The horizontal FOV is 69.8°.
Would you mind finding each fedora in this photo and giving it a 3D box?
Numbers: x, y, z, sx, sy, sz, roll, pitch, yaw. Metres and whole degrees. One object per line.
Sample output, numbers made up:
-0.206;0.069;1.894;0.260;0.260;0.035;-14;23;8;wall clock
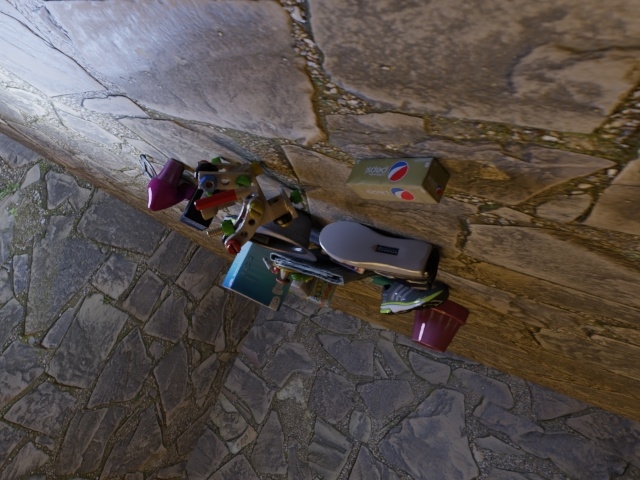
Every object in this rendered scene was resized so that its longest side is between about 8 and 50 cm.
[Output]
-0.122;-0.039;1.452;0.275;0.124;0.244;13;165;22;fedora

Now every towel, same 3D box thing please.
0.025;0.093;1.608;0.312;0.056;0.324;17;-169;32;towel

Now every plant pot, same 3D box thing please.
0.440;0.321;1.752;0.201;0.180;0.201;23;168;5;plant pot

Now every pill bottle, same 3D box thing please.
0.084;0.041;1.485;0.152;0.086;0.086;24;168;4;pill bottle

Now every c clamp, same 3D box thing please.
-0.623;-0.257;1.646;0.137;0.022;0.160;57;156;1;c clamp

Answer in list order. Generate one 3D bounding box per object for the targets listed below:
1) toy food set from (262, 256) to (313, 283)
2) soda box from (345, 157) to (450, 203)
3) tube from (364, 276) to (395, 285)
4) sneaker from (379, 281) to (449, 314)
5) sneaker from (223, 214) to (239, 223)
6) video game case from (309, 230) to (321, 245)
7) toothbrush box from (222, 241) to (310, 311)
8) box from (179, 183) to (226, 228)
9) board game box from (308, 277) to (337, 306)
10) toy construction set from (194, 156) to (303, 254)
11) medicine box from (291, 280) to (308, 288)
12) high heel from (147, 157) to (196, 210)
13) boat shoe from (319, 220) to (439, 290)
-0.112;0.118;1.672;0.217;0.071;0.128;6;-165;-28;toy food set
0.134;-0.109;0.826;0.181;0.058;0.061;10;161;48;soda box
0.238;0.154;1.760;0.207;0.052;0.080;22;173;-14;tube
0.311;0.183;1.590;0.111;0.121;0.300;6;161;-39;sneaker
-0.388;-0.051;1.979;0.084;0.097;0.234;28;167;-15;sneaker
0.000;0.000;1.649;0.087;0.011;0.122;25;168;3;video game case
-0.206;0.090;1.755;0.216;0.296;0.126;29;169;-23;toothbrush box
-0.403;-0.123;1.573;0.093;0.156;0.158;28;168;-19;box
-0.069;0.238;2.469;0.275;0.144;0.142;26;167;-9;board game box
-0.167;-0.109;1.136;0.237;0.258;0.309;-18;-172;-4;toy construction set
-0.176;0.141;2.252;0.289;0.149;0.263;22;168;12;medicine box
-0.543;-0.157;1.634;0.127;0.181;0.377;25;168;-2;high heel
0.164;0.054;1.273;0.340;0.127;0.158;17;158;28;boat shoe
